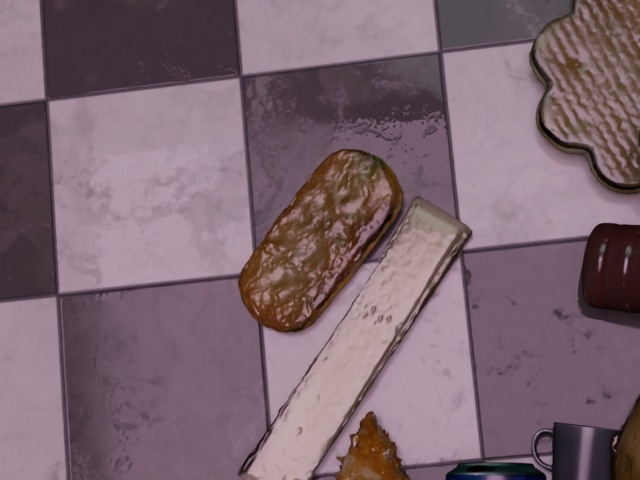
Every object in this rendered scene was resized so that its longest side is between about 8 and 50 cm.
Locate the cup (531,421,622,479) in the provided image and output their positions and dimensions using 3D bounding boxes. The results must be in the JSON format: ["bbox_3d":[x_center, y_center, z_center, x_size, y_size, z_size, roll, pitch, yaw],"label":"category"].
[{"bbox_3d":[0.290,0.249,1.856,0.100,0.078,0.077,6,85,17],"label":"cup"}]

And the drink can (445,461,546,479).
[{"bbox_3d":[0.198,0.353,1.826,0.118,0.118,0.205,-1,79,7],"label":"drink can"}]

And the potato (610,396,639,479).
[{"bbox_3d":[0.461,0.222,1.755,0.285,0.242,0.242,-30,77,-10],"label":"potato"}]

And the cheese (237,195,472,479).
[{"bbox_3d":[0.043,0.133,1.931,0.085,0.034,0.400,32,86,7],"label":"cheese"}]

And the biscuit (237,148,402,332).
[{"bbox_3d":[0.000,0.000,1.962,0.118,0.029,0.247,37,87,19],"label":"biscuit"}]

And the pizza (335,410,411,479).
[{"bbox_3d":[0.063,0.298,1.880,0.188,0.062,0.199,-7,69,30],"label":"pizza"}]

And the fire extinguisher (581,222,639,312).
[{"bbox_3d":[0.476,0.044,1.815,0.344,0.138,0.102,7,97,28],"label":"fire extinguisher"}]

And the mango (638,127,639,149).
[{"bbox_3d":[0.486,-0.069,1.829,0.289,0.146,0.129,15,53,-5],"label":"mango"}]

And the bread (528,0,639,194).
[{"bbox_3d":[0.351,-0.176,1.931,0.207,0.056,0.287,-23,78,0],"label":"bread"}]
